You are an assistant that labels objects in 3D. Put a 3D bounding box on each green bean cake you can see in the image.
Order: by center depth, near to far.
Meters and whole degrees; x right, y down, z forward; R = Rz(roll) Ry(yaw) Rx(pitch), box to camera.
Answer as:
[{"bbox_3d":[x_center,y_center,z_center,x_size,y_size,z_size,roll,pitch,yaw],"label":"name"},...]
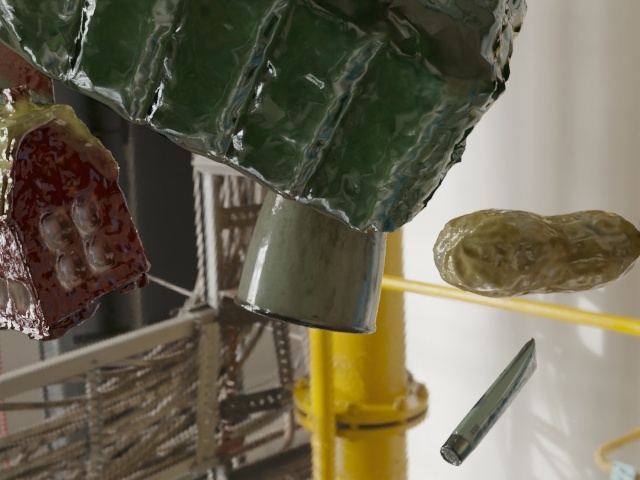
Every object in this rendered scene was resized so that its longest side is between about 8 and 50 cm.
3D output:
[{"bbox_3d":[-0.023,-0.193,0.585,0.308,0.169,0.300,25,-134,-7],"label":"green bean cake"}]

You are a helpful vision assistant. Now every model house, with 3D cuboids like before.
[{"bbox_3d":[-0.322,-0.046,1.002,0.160,0.196,0.253,-29,-62,-41],"label":"model house"}]

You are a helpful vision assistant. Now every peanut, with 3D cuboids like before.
[{"bbox_3d":[0.180,0.008,0.753,0.175,0.080,0.080,-3,-78,-2],"label":"peanut"}]

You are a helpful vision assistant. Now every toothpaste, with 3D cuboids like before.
[{"bbox_3d":[0.252,0.232,1.326,0.239,0.039,0.062,-41,-50,-33],"label":"toothpaste"}]

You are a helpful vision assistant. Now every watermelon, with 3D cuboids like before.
[{"bbox_3d":[-0.440,-0.261,1.250,0.207,0.136,0.202,26,-85,-2],"label":"watermelon"}]

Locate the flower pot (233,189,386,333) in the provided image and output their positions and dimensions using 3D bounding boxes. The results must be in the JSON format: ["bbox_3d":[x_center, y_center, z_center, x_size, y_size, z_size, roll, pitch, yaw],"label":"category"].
[{"bbox_3d":[0.000,0.000,1.844,0.294,0.294,0.330,7,-83,-44],"label":"flower pot"}]
